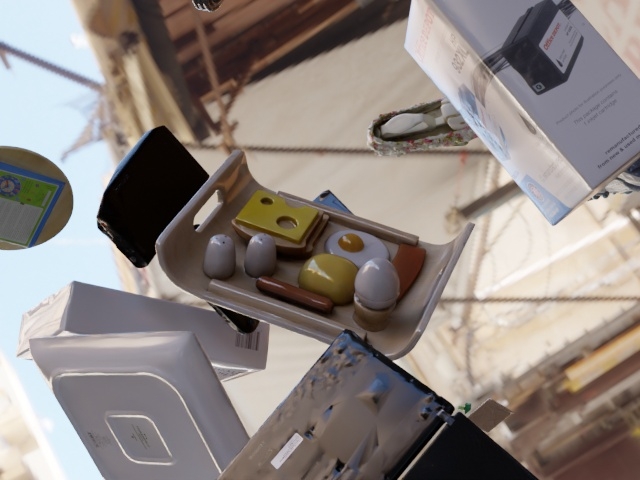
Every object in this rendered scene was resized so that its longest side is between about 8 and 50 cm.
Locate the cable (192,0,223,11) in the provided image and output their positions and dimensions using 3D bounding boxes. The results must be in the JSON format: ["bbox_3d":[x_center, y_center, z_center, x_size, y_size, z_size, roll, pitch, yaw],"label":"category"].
[{"bbox_3d":[-0.128,-0.458,1.628,0.139,0.072,0.287,54,-122,-74],"label":"cable"}]

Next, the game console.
[{"bbox_3d":[-0.208,0.000,1.838,0.044,0.361,0.213,-14,36,44],"label":"game console"}]

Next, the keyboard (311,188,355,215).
[{"bbox_3d":[0.022,-0.003,1.885,0.108,0.180,0.023,-41,-40,-3],"label":"keyboard"}]

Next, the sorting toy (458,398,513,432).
[{"bbox_3d":[0.257,0.271,1.760,0.083,0.012,0.062,33,-63,-31],"label":"sorting toy"}]

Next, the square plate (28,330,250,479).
[{"bbox_3d":[-0.264,0.291,1.705,0.344,0.347,0.049,-6,30,33],"label":"square plate"}]

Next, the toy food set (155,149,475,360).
[{"bbox_3d":[0.000,0.000,1.251,0.219,0.306,0.092,-57,-17,-49],"label":"toy food set"}]

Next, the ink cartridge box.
[{"bbox_3d":[0.244,-0.189,1.314,0.129,0.307,0.223,-38,-8,-5],"label":"ink cartridge box"}]

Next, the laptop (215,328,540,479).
[{"bbox_3d":[0.051,0.247,0.973,0.234,0.264,0.136,-49,-52,-7],"label":"laptop"}]

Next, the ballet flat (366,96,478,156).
[{"bbox_3d":[0.186,-0.191,1.797,0.241,0.091,0.077,-18,-16,14],"label":"ballet flat"}]

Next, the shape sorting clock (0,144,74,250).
[{"bbox_3d":[-0.486,-0.064,1.715,0.206,0.040,0.206,-8,-45,-8],"label":"shape sorting clock"}]

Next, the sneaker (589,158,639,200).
[{"bbox_3d":[0.431,-0.114,1.717,0.110,0.283,0.122,-43,-45,-29],"label":"sneaker"}]

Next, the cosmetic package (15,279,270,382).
[{"bbox_3d":[-0.324,0.182,2.015,0.377,0.097,0.284,15,-20,-27],"label":"cosmetic package"}]
